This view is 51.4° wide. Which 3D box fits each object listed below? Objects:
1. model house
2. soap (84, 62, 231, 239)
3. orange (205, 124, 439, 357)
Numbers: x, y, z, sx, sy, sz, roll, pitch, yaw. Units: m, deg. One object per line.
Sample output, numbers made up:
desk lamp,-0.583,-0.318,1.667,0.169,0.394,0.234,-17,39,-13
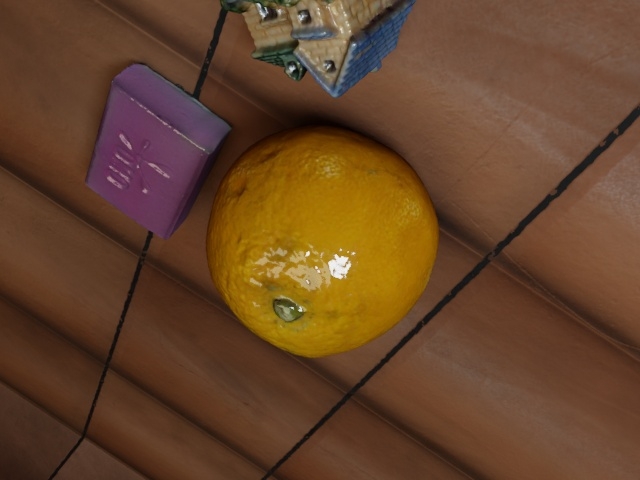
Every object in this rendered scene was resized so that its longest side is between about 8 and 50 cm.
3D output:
model house,-0.002,-0.254,0.765,0.182,0.166,0.172,10,136,39
soap,-0.272,-0.135,1.078,0.181,0.081,0.259,37,137,-4
orange,0.000,0.000,0.887,0.312,0.312,0.312,16,134,17
